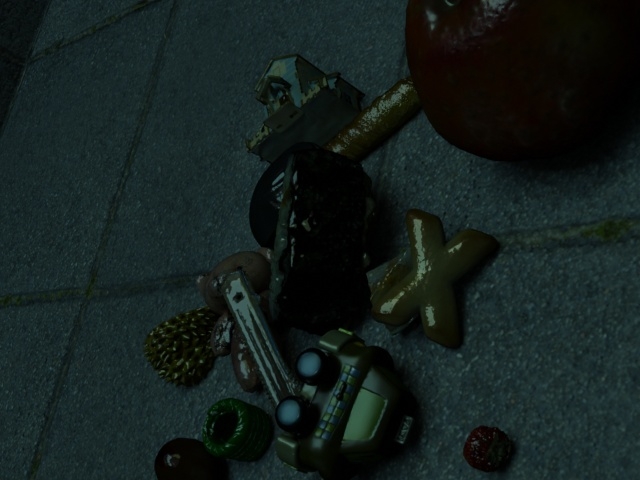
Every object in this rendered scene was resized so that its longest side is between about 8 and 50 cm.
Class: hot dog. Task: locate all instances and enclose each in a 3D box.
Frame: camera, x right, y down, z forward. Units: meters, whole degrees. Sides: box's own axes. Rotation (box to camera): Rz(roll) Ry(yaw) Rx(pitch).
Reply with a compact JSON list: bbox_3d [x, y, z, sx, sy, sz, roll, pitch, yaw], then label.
[{"bbox_3d":[0.100,-0.232,1.905,0.289,0.068,0.083,-40,50,23],"label":"hot dog"}]

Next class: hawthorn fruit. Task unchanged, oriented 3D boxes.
[{"bbox_3d":[0.301,-0.329,1.495,0.403,0.403,0.403,-26,50,36],"label":"hawthorn fruit"}]

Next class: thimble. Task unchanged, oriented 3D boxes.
[{"bbox_3d":[-0.164,0.367,1.807,0.130,0.090,0.118,22,86,51],"label":"thimble"}]

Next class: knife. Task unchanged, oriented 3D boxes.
[{"bbox_3d":[-0.094,0.215,1.777,0.089,0.043,0.365,-30,68,4],"label":"knife"}]

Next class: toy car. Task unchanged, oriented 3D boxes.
[{"bbox_3d":[0.059,0.291,1.561,0.198,0.204,0.248,19,79,28],"label":"toy car"}]

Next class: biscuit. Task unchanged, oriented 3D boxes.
[{"bbox_3d":[0.191,0.062,1.582,0.164,0.047,0.208,20,83,11],"label":"biscuit"}]

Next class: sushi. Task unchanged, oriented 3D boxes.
[{"bbox_3d":[0.000,0.000,1.756,0.211,0.171,0.350,140,139,-78],"label":"sushi"}]

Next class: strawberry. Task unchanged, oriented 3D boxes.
[{"bbox_3d":[0.244,0.315,1.416,0.083,0.073,0.073,-11,58,61],"label":"strawberry"}]

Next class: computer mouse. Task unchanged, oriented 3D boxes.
[{"bbox_3d":[-0.080,-0.090,1.952,0.270,0.086,0.137,-54,49,28],"label":"computer mouse"}]

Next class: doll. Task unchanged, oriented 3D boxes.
[{"bbox_3d":[-0.161,0.150,1.891,0.201,0.156,0.303,-28,52,16],"label":"doll"}]

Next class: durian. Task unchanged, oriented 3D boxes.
[{"bbox_3d":[-0.302,0.228,2.034,0.182,0.165,0.132,-10,21,11],"label":"durian"}]

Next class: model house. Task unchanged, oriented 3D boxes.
[{"bbox_3d":[-0.055,-0.308,2.039,0.271,0.178,0.206,-38,43,30],"label":"model house"}]

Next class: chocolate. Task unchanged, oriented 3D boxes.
[{"bbox_3d":[-0.264,0.450,1.832,0.127,0.133,0.124,-9,65,47],"label":"chocolate"}]

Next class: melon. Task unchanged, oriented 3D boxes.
[{"bbox_3d":[0.136,0.060,1.671,0.202,0.093,0.139,-58,31,-5],"label":"melon"}]
